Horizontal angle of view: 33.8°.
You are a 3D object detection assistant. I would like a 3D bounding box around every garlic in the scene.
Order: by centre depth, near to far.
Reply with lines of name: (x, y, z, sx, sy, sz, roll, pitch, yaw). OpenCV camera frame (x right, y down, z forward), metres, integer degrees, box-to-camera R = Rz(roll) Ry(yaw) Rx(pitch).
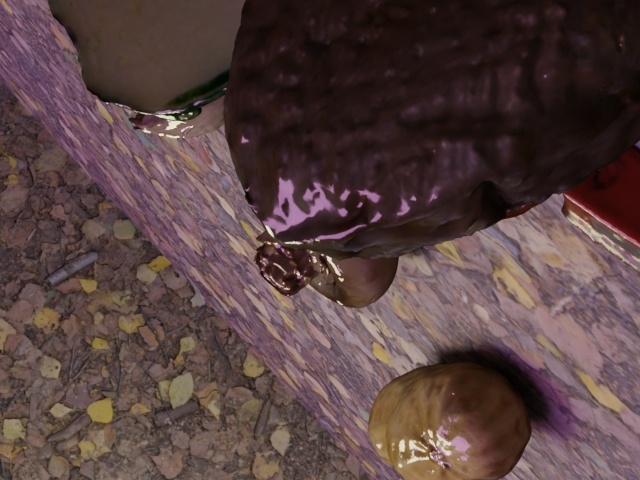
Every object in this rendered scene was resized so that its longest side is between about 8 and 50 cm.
garlic: (-0.165, -0.217, 1.412, 0.143, 0.178, 0.229, 23, -152, -40)

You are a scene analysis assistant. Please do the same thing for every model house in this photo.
model house: (-0.121, -0.220, 1.048, 0.214, 0.195, 0.189, 58, -157, 8)

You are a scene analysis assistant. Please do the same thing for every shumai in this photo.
shumai: (0.119, -0.107, 0.767, 0.288, 0.330, 0.291, 39, -142, -54)

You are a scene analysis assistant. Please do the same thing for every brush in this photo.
brush: (0.287, 0.003, 0.818, 0.323, 0.070, 0.051, 40, 163, 25)

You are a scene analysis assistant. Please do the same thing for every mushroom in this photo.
mushroom: (0.000, 0.000, 1.413, 0.226, 0.178, 0.226, 35, 161, 14)

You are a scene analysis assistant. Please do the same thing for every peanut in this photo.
peanut: (0.176, 0.274, 1.538, 0.169, 0.192, 0.387, 43, 165, -4)

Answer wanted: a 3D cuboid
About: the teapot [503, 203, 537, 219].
teapot: (0.150, -0.060, 0.971, 0.173, 0.116, 0.116, 26, 152, 54)
